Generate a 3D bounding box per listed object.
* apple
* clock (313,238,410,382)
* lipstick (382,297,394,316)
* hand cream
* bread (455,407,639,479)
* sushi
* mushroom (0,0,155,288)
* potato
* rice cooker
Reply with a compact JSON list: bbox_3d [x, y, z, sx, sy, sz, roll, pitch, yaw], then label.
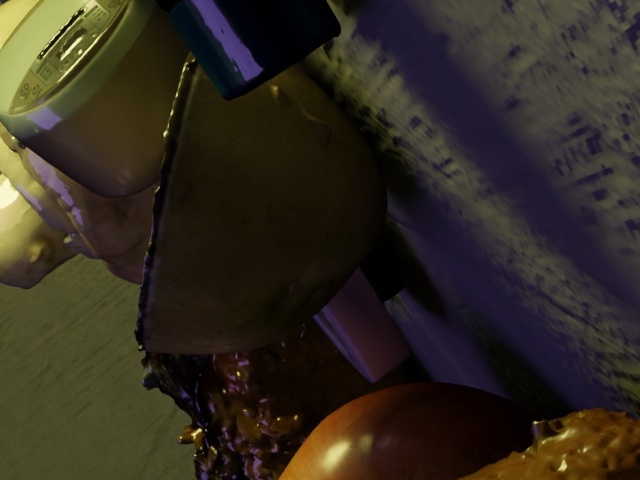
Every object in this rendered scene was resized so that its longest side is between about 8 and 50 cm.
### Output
[{"bbox_3d":[0.085,0.215,0.929,0.241,0.242,0.242,39,-176,-46],"label":"apple"},{"bbox_3d":[0.000,0.000,1.000,0.198,0.064,0.172,52,174,-8],"label":"clock"},{"bbox_3d":[0.024,0.034,1.190,0.037,0.037,0.116,53,179,-21],"label":"lipstick"},{"bbox_3d":[-0.083,-0.184,0.633,0.270,0.061,0.120,59,178,-5],"label":"hand cream"},{"bbox_3d":[0.144,0.180,0.675,0.232,0.135,0.247,52,174,-7],"label":"bread"},{"bbox_3d":[-0.011,0.173,1.371,0.348,0.234,0.207,49,176,-26],"label":"sushi"},{"bbox_3d":[-0.187,-0.060,1.221,0.260,0.234,0.254,52,177,-15],"label":"mushroom"},{"bbox_3d":[-0.025,-0.020,0.814,0.117,0.182,0.202,15,151,-1],"label":"potato"},{"bbox_3d":[-0.133,-0.104,1.002,0.127,0.145,0.206,43,180,-15],"label":"rice cooker"}]
